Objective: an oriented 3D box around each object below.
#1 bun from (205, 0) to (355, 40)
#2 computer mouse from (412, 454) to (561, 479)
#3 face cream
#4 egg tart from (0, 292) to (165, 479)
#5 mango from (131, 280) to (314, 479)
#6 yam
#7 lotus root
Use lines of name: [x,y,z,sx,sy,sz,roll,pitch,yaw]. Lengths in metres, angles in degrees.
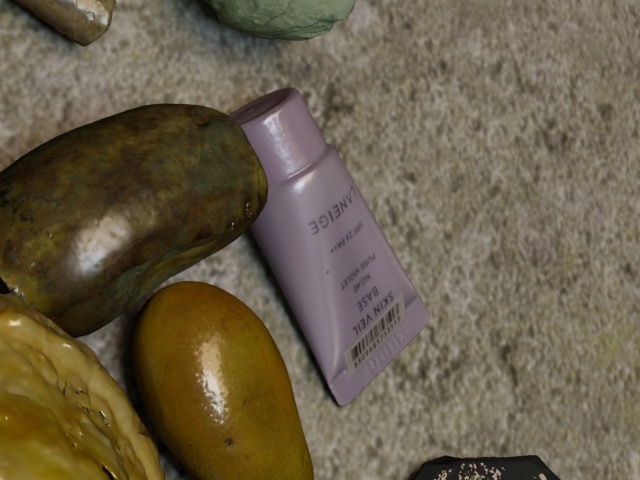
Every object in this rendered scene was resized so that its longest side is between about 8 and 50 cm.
bun: [-0.041,-0.263,1.659,0.204,0.126,0.212,44,41,20]
computer mouse: [0.155,0.246,1.640,0.172,0.057,0.099,10,67,-20]
face cream: [0.000,0.000,1.616,0.154,0.096,0.274,-44,112,-42]
egg tart: [-0.257,0.250,1.204,0.443,0.178,0.443,-1,91,-41]
mango: [-0.078,0.139,1.491,0.136,0.099,0.228,-39,105,-46]
yam: [-0.309,-0.264,1.507,0.299,0.066,0.066,30,56,-23]
lotus root: [-0.169,-0.023,1.446,0.275,0.160,0.152,-36,99,-40]
